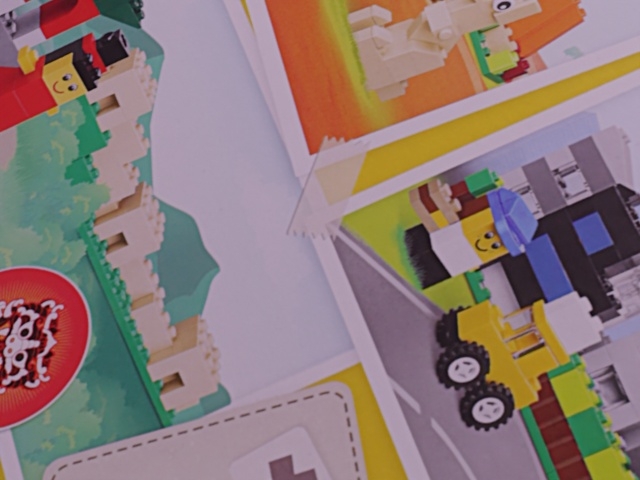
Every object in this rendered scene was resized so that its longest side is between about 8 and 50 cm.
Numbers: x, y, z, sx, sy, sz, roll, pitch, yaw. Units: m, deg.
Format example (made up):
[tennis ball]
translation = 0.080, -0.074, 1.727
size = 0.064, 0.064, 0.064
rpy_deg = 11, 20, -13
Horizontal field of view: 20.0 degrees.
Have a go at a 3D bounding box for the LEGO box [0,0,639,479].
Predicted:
[LEGO box]
translation = 0.030, 0.022, 0.554
size = 0.372, 0.193, 0.500
rpy_deg = -21, 53, 4
